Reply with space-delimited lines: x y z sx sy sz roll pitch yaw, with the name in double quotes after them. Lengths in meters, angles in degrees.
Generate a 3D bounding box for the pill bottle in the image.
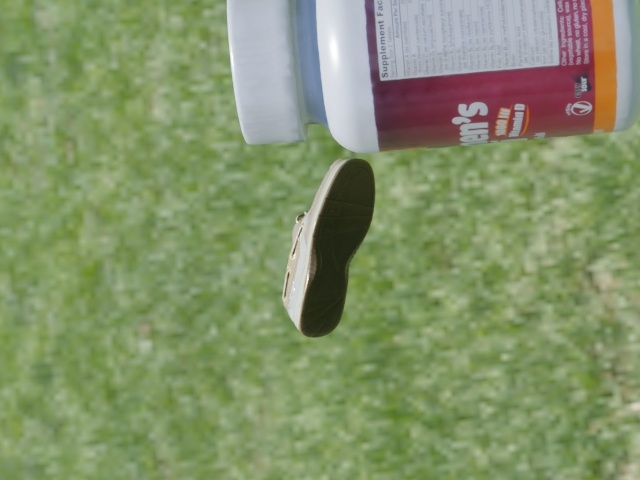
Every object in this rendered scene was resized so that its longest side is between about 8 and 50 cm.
0.064 -0.112 1.005 0.121 0.221 0.121 -5 -90 -86 "pill bottle"

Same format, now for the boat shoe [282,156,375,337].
0.000 0.000 1.265 0.045 0.050 0.135 37 116 49 "boat shoe"
